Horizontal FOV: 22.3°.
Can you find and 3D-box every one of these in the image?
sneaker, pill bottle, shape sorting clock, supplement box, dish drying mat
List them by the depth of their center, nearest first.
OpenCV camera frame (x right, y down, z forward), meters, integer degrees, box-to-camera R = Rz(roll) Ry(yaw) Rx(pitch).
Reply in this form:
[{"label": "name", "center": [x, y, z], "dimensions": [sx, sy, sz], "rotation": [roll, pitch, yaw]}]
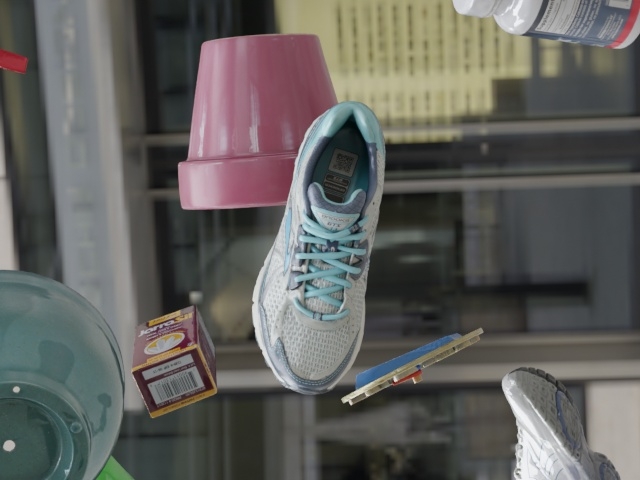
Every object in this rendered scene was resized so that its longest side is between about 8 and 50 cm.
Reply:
[{"label": "sneaker", "center": [0.000, 0.000, 1.516], "dimensions": [0.122, 0.110, 0.283], "rotation": [107, 171, -76]}, {"label": "pill bottle", "center": [0.228, -0.254, 1.620], "dimensions": [0.108, 0.180, 0.108], "rotation": [-174, 90, -74]}, {"label": "dish drying mat", "center": [-0.361, -0.202, 1.771], "dimensions": [0.032, 0.083, 0.008], "rotation": [-91, 20, -50]}, {"label": "shape sorting clock", "center": [0.121, 0.166, 2.122], "dimensions": [0.206, 0.206, 0.040], "rotation": [44, -157, -84]}, {"label": "sneaker", "center": [0.324, 0.308, 2.318], "dimensions": [0.297, 0.129, 0.111], "rotation": [59, -152, -24]}, {"label": "supplement box", "center": [-0.213, 0.174, 2.380], "dimensions": [0.188, 0.104, 0.081], "rotation": [-106, -4, -73]}]

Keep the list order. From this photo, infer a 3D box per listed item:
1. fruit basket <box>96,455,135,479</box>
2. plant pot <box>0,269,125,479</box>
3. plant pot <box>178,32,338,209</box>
[{"label": "fruit basket", "center": [-0.402, 0.437, 2.316], "dimensions": [0.392, 0.392, 0.283], "rotation": [-88, -27, -42]}, {"label": "plant pot", "center": [-0.354, 0.201, 1.818], "dimensions": [0.196, 0.293, 0.293], "rotation": [-128, 33, -68]}, {"label": "plant pot", "center": [-0.059, -0.130, 1.771], "dimensions": [0.201, 0.201, 0.180], "rotation": [-39, -56, -85]}]
